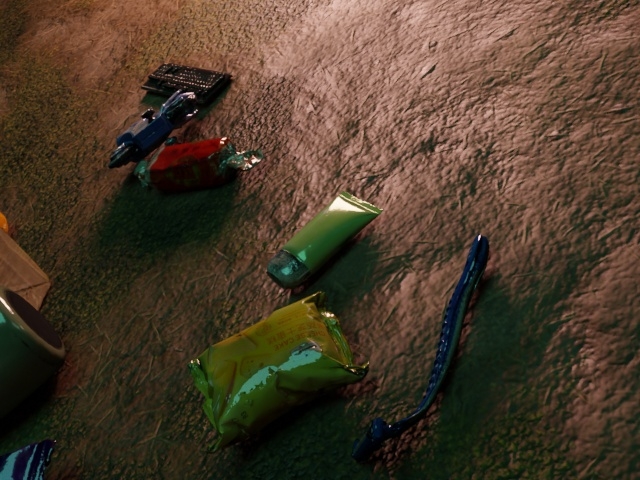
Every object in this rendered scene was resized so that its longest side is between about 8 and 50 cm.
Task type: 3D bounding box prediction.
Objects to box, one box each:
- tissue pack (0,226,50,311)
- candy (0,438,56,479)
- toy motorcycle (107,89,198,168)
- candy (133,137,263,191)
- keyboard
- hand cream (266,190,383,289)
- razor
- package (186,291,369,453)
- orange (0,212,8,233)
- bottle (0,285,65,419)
[{"bbox_3d":[-0.635,0.090,1.560,0.274,0.200,0.167,-13,43,26],"label":"tissue pack"},{"bbox_3d":[-0.468,0.357,1.274,0.275,0.070,0.145,-17,45,34],"label":"candy"},{"bbox_3d":[-0.307,-0.201,1.708,0.205,0.076,0.114,-39,15,0],"label":"toy motorcycle"},{"bbox_3d":[-0.218,-0.129,1.592,0.292,0.059,0.086,-5,47,31],"label":"candy"},{"bbox_3d":[-0.269,-0.313,1.840,0.230,0.025,0.094,19,61,45],"label":"keyboard"},{"bbox_3d":[0.000,0.000,1.321,0.175,0.046,0.095,-41,38,-17],"label":"hand cream"},{"bbox_3d":[0.139,0.122,1.098,0.056,0.093,0.324,31,61,6],"label":"razor"},{"bbox_3d":[-0.061,0.162,1.163,0.226,0.090,0.168,-31,41,2],"label":"package"},{"bbox_3d":[-0.634,-0.020,1.772,0.083,0.070,0.083,-25,28,14],"label":"orange"},{"bbox_3d":[-0.558,0.233,1.396,0.347,0.168,0.168,-42,39,-3],"label":"bottle"}]
